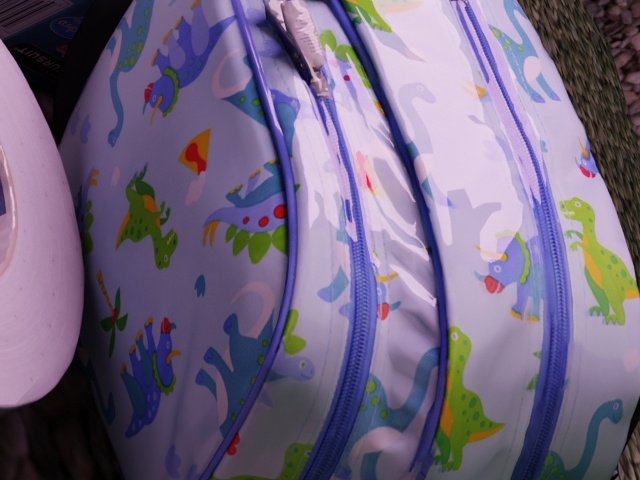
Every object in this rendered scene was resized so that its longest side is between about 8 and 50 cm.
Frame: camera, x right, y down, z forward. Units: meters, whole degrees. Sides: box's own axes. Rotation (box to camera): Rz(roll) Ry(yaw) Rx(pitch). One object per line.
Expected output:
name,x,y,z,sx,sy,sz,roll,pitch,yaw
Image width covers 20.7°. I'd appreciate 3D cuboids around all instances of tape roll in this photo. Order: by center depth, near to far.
tape roll,-0.185,-0.023,0.708,0.219,0.072,0.219,55,22,-35

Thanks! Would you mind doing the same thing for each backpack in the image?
backpack,0.000,0.000,0.817,0.273,0.290,0.355,-5,54,-45

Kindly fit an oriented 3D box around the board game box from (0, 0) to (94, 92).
board game box,-0.166,-0.250,0.997,0.254,0.079,0.336,27,44,-63
